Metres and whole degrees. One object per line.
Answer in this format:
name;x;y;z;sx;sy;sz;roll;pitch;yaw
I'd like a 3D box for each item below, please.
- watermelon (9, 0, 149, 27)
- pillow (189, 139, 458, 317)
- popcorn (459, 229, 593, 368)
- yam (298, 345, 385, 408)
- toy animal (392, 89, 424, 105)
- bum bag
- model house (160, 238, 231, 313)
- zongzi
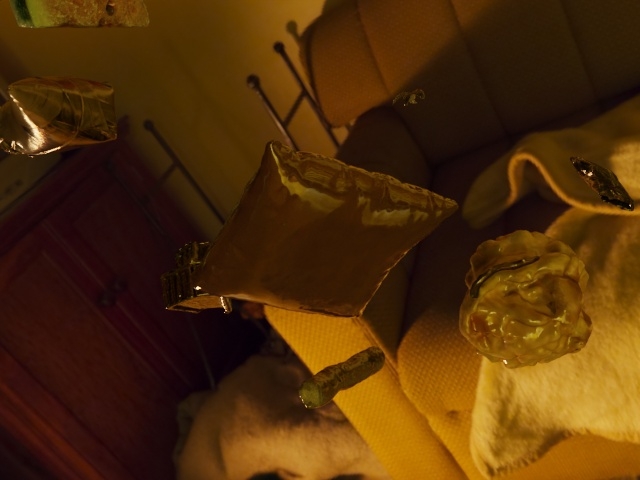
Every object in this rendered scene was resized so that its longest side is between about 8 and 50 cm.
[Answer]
watermelon;-0.432;-0.419;1.232;0.241;0.094;0.154;-9;10;-30
pillow;0.000;0.000;1.005;0.308;0.305;0.108;-54;33;40
popcorn;0.474;0.134;1.641;0.349;0.381;0.349;-14;67;37
yam;0.050;0.255;1.294;0.061;0.061;0.253;-19;-4;33
toy animal;0.198;-0.308;1.462;0.084;0.028;0.050;1;18;44
bum bag;0.743;-0.158;1.794;0.069;0.248;0.102;-41;34;25
model house;-0.285;0.087;1.551;0.152;0.165;0.106;-7;-13;-8
zongzi;-0.575;-0.241;1.291;0.274;0.145;0.300;-10;-1;20
